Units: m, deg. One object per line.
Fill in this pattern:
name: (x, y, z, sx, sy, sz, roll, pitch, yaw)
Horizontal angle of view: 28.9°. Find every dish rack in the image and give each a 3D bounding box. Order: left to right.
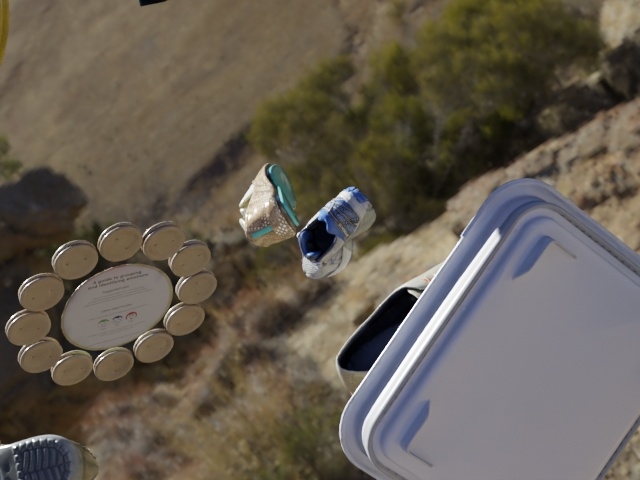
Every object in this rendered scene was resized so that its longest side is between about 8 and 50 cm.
dish rack: (0.209, 0.139, 1.213, 0.333, 0.285, 0.072, -55, 23, 1)

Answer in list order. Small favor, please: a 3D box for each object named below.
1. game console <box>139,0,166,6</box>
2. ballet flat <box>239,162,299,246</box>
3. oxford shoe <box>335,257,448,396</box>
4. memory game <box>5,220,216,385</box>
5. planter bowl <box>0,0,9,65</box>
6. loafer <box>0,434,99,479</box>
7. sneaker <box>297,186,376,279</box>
game console: (-0.254, -0.384, 1.496, 0.043, 0.213, 0.361, -6, 14, 23)
ballet flat: (-0.066, -0.042, 1.474, 0.067, 0.073, 0.206, -29, 12, 6)
oxford shoe: (0.191, 0.087, 1.689, 0.397, 0.146, 0.140, -41, 63, 0)
memory game: (-0.172, 0.054, 1.039, 0.186, 0.186, 0.012, -37, 52, 4)
planter bowl: (-0.313, -0.145, 0.768, 0.217, 0.217, 0.090, -30, 13, 18)
loafer: (-0.346, 0.263, 1.339, 0.251, 0.087, 0.094, -9, 74, 25)
sneaker: (0.000, 0.000, 1.151, 0.058, 0.052, 0.135, -31, -17, -31)
